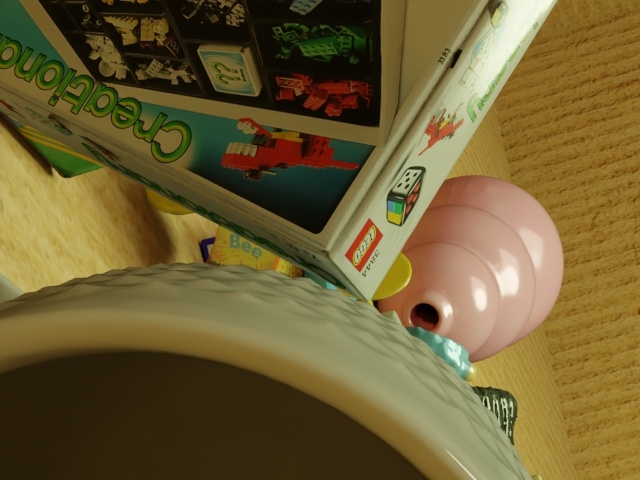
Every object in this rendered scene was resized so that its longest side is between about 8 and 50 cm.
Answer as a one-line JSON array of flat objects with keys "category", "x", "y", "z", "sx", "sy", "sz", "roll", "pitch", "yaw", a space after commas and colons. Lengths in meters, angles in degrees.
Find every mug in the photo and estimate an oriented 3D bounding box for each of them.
[{"category": "mug", "x": -0.080, "y": 0.109, "z": 0.628, "sx": 0.374, "sy": 0.276, "sz": 0.328, "roll": 43, "pitch": 6, "yaw": 0}]

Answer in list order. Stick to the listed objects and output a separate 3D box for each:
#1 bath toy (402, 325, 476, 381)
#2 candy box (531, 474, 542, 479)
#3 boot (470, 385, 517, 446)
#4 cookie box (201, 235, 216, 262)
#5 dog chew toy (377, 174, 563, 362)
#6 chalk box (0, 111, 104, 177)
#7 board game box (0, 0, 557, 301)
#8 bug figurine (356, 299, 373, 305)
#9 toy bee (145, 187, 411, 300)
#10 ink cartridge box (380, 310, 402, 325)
[{"category": "bath toy", "x": 0.043, "y": 0.226, "z": 1.278, "sx": 0.129, "sy": 0.151, "sz": 0.348, "roll": 24, "pitch": 45, "yaw": -28}, {"category": "candy box", "x": 0.116, "y": 0.351, "z": 1.295, "sx": 0.087, "sy": 0.183, "sz": 0.316, "roll": 62, "pitch": 17, "yaw": -47}, {"category": "boot", "x": 0.182, "y": 0.297, "z": 1.796, "sx": 0.348, "sy": 0.131, "sz": 0.260, "roll": 44, "pitch": 32, "yaw": -66}, {"category": "cookie box", "x": -0.032, "y": 0.009, "z": 1.301, "sx": 0.107, "sy": 0.091, "sz": 0.040, "roll": 9, "pitch": 69, "yaw": -78}, {"category": "dog chew toy", "x": 0.153, "y": 0.044, "z": 1.876, "sx": 0.332, "sy": 0.206, "sz": 0.207, "roll": -34, "pitch": 107, "yaw": -69}, {"category": "chalk box", "x": -0.137, "y": -0.153, "z": 0.935, "sx": 0.213, "sy": 0.132, "sz": 0.132, "roll": 54, "pitch": 22, "yaw": -58}, {"category": "board game box", "x": -0.055, "y": -0.122, "z": 0.739, "sx": 0.193, "sy": 0.305, "sz": 0.053, "roll": -57, "pitch": 149, "yaw": -9}, {"category": "bug figurine", "x": 0.051, "y": 0.134, "z": 1.550, "sx": 0.279, "sy": 0.072, "sz": 0.216, "roll": 45, "pitch": 24, "yaw": -57}, {"category": "toy bee", "x": -0.029, "y": 0.024, "z": 1.136, "sx": 0.162, "sy": 0.195, "sz": 0.298, "roll": -27, "pitch": 113, "yaw": -53}, {"category": "ink cartridge box", "x": -0.014, "y": 0.128, "z": 1.020, "sx": 0.072, "sy": 0.175, "sz": 0.127, "roll": -93, "pitch": 162, "yaw": -47}]
